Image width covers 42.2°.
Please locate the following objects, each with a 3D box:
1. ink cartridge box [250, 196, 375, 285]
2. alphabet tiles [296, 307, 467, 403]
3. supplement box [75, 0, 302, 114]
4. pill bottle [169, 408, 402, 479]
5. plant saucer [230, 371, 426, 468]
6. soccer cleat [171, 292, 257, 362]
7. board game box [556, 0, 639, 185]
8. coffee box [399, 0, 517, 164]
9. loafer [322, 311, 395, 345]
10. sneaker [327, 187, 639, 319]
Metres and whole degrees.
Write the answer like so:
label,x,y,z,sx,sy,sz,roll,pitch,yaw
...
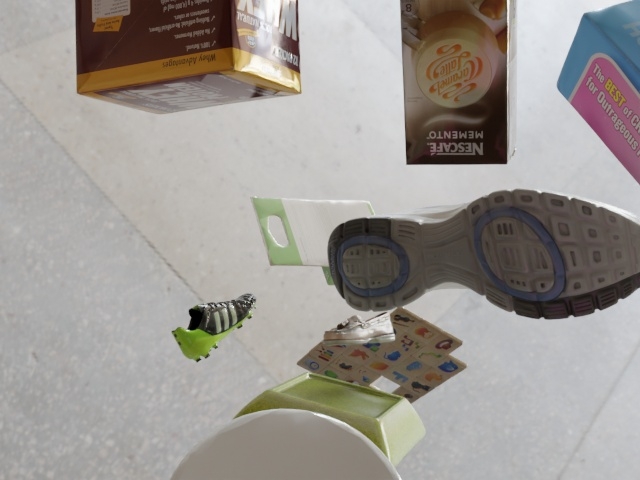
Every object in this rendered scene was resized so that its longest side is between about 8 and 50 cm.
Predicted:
label,x,y,z,sx,sy,sz,roll,pitch,yaw
ink cartridge box,0.000,0.000,1.457,0.235,0.056,0.171,-1,46,-21
alphabet tiles,0.103,0.186,1.303,0.198,0.237,0.009,30,44,-15
supplement box,-0.134,-0.242,0.844,0.129,0.192,0.194,2,86,-62
pill bottle,-0.041,0.290,0.676,0.204,0.361,0.204,4,53,-5
plant saucer,0.018,0.199,0.961,0.189,0.045,0.188,12,4,19
soccer cleat,-0.164,0.121,1.320,0.072,0.060,0.179,56,41,-7
board game box,0.324,-0.035,0.466,0.242,0.064,0.316,-19,57,-15
coffee box,0.185,-0.229,1.095,0.141,0.246,0.098,1,19,19
loafer,0.046,0.108,1.020,0.125,0.045,0.039,5,81,-50
sneaker,0.151,0.001,0.739,0.129,0.297,0.110,-20,106,-50
